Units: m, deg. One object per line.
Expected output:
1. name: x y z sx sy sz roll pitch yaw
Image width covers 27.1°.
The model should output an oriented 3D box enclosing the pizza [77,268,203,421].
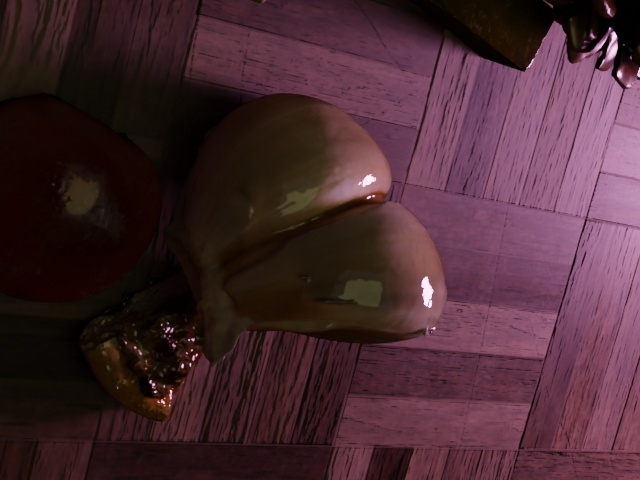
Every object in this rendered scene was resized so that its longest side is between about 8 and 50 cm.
1. pizza: -0.151 0.097 1.407 0.194 0.069 0.154 -48 128 -15

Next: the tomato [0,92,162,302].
1. tomato: -0.244 -0.024 1.273 0.228 0.112 0.199 25 92 -37

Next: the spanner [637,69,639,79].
1. spanner: 0.347 -0.286 1.680 0.316 0.024 0.087 20 99 -40

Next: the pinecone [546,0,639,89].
1. pinecone: 0.435 -0.349 1.484 0.384 0.384 0.384 -13 113 -33

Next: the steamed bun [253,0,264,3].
1. steamed bun: -0.086 -0.334 1.289 0.192 0.106 0.177 33 71 -27

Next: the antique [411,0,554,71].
1. antique: 0.164 -0.281 1.506 0.221 0.080 0.081 28 90 -40

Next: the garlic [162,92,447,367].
1. garlic: 0.000 0.000 1.401 0.313 0.286 0.249 -7 139 -39
